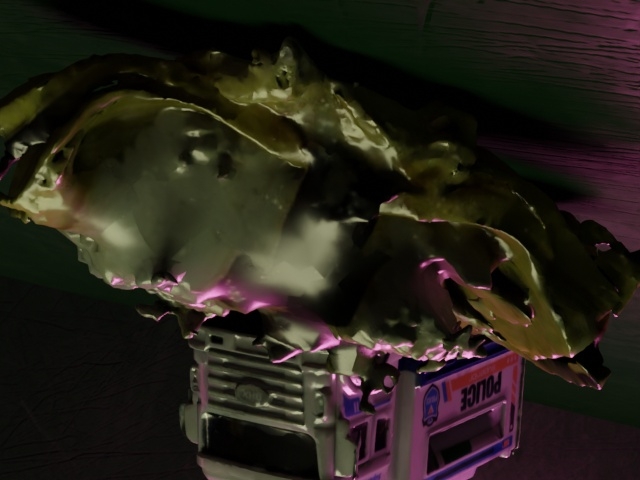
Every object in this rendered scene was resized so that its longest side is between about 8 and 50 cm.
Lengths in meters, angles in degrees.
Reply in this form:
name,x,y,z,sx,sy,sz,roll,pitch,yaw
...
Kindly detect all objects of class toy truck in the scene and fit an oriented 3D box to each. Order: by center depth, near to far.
name,x,y,z,sx,sy,sz,roll,pitch,yaw
toy truck,0.028,0.091,1.119,0.124,0.155,0.268,9,-168,31

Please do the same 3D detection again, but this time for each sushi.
name,x,y,z,sx,sy,sz,roll,pitch,yaw
sushi,0.002,-0.007,0.757,0.291,0.131,0.139,24,172,-15

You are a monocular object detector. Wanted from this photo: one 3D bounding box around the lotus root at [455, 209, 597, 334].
name,x,y,z,sx,sy,sz,roll,pitch,yaw
lotus root,0.067,0.011,0.958,0.090,0.077,0.183,18,173,-40
